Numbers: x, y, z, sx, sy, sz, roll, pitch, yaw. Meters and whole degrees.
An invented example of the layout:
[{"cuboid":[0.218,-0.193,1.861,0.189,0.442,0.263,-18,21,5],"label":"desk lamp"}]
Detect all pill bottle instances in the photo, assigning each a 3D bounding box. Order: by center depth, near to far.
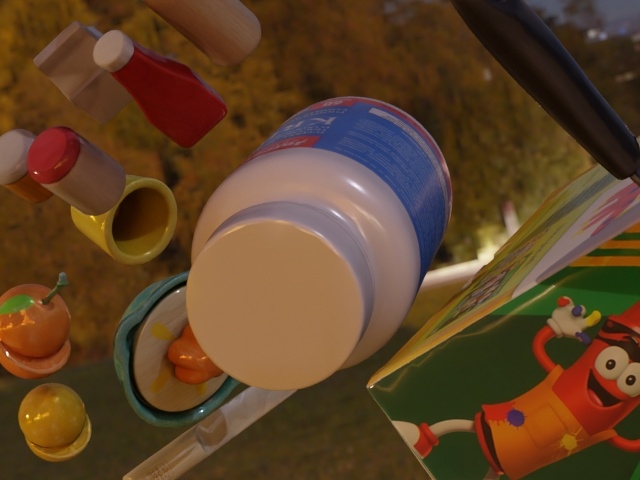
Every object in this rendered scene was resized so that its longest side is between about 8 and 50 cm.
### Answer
[{"cuboid":[0.000,0.000,0.886,0.124,0.124,0.221,-14,13,15],"label":"pill bottle"}]

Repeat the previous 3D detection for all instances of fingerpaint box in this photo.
[{"cuboid":[0.292,0.003,1.165,0.371,0.163,0.445,-35,2,30],"label":"fingerpaint box"}]

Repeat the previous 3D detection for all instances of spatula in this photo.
[{"cuboid":[0.155,-0.024,0.690,0.030,0.296,0.084,-32,31,40],"label":"spatula"}]

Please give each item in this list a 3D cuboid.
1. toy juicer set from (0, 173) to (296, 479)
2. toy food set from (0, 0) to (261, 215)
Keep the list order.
[{"cuboid":[-0.133,0.114,1.290,0.089,0.329,0.209,22,66,43],"label":"toy juicer set"},{"cuboid":[-0.129,-0.113,0.988,0.232,0.111,0.104,-41,-40,9],"label":"toy food set"}]
